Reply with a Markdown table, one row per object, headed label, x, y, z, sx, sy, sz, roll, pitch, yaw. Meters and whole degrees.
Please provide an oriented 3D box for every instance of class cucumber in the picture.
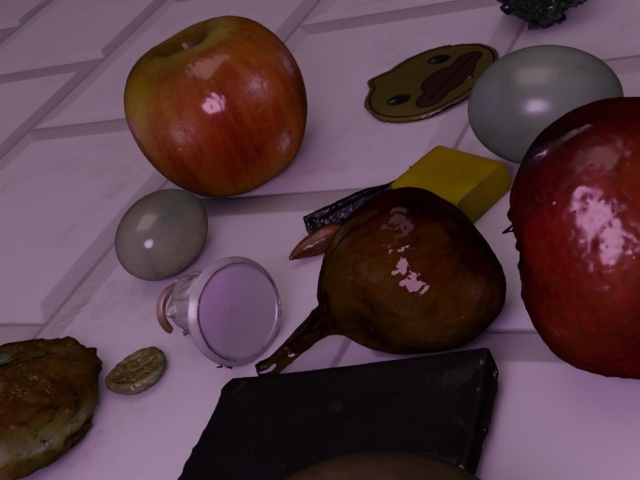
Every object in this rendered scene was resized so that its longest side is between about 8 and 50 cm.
| label | x | y | z | sx | sy | sz | roll | pitch | yaw |
| --- | --- | --- | --- | --- | --- | --- | --- | --- | --- |
| cucumber | 0.055 | -0.049 | 1.427 | 0.163 | 0.043 | 0.039 | -23 | 23 | -5 |

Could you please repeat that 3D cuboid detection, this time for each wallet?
| label | x | y | z | sx | sy | sz | roll | pitch | yaw |
| --- | --- | --- | --- | --- | --- | --- | --- | --- | --- |
| wallet | 0.015 | 0.191 | 1.082 | 0.321 | 0.044 | 0.170 | -10 | 36 | 27 |

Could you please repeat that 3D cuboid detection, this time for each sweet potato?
| label | x | y | z | sx | sy | sz | roll | pitch | yaw |
| --- | --- | --- | --- | --- | --- | --- | --- | --- | --- |
| sweet potato | 0.000 | 0.000 | 1.392 | 0.095 | 0.034 | 0.034 | -24 | 31 | -5 |

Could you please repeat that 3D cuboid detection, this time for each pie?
| label | x | y | z | sx | sy | sz | roll | pitch | yaw |
| --- | --- | --- | --- | --- | --- | --- | --- | --- | --- |
| pie | -0.411 | 0.204 | 1.262 | 0.288 | 0.102 | 0.355 | 0 | 17 | 31 |
| pie | -0.223 | 0.160 | 1.313 | 0.084 | 0.021 | 0.084 | -20 | 27 | 11 |

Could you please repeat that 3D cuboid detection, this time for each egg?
| label | x | y | z | sx | sy | sz | roll | pitch | yaw |
| --- | --- | --- | --- | --- | --- | --- | --- | --- | --- |
| egg | -0.215 | -0.010 | 1.476 | 0.114 | 0.114 | 0.152 | 5 | 40 | 39 |
| egg | 0.280 | -0.169 | 1.347 | 0.192 | 0.149 | 0.149 | -6 | 36 | 26 |

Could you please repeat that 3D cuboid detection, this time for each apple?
| label | x | y | z | sx | sy | sz | roll | pitch | yaw |
| --- | --- | --- | --- | --- | --- | --- | --- | --- | --- |
| apple | -0.153 | -0.196 | 1.604 | 0.286 | 0.233 | 0.286 | -21 | 28 | 12 |

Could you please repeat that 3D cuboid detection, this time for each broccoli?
| label | x | y | z | sx | sy | sz | roll | pitch | yaw |
| --- | --- | --- | --- | --- | --- | --- | --- | --- | --- |
| broccoli | 0.385 | -0.428 | 1.728 | 0.275 | 0.177 | 0.198 | -13 | -18 | -40 |

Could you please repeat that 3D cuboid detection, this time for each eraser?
| label | x | y | z | sx | sy | sz | roll | pitch | yaw |
| --- | --- | --- | --- | --- | --- | --- | --- | --- | --- |
| eraser | 0.167 | -0.070 | 1.374 | 0.097 | 0.045 | 0.122 | -39 | 34 | -24 |

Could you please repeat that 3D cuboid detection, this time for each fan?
| label | x | y | z | sx | sy | sz | roll | pitch | yaw |
| --- | --- | --- | --- | --- | --- | --- | --- | --- | --- |
| fan | 0.203 | -0.246 | 1.651 | 0.335 | 0.011 | 0.229 | 5 | 41 | 42 |

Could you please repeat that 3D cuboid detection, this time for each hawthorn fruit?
| label | x | y | z | sx | sy | sz | roll | pitch | yaw |
| --- | --- | --- | --- | --- | --- | --- | --- | --- | --- |
| hawthorn fruit | 0.325 | -0.009 | 0.981 | 0.307 | 0.265 | 0.265 | -12 | 32 | 7 |

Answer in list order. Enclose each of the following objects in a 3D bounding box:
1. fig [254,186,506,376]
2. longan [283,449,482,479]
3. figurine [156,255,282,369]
| label | x | y | z | sx | sy | sz | roll | pitch | yaw |
| --- | --- | --- | --- | --- | --- | --- | --- | --- | --- |
| fig | 0.048 | 0.059 | 1.144 | 0.290 | 0.190 | 0.190 | -25 | 31 | -1 |
| longan | 0.049 | 0.263 | 0.801 | 0.246 | 0.215 | 0.246 | 11 | 8 | -2 |
| figurine | -0.138 | 0.085 | 1.296 | 0.132 | 0.132 | 0.154 | -43 | 24 | -29 |
